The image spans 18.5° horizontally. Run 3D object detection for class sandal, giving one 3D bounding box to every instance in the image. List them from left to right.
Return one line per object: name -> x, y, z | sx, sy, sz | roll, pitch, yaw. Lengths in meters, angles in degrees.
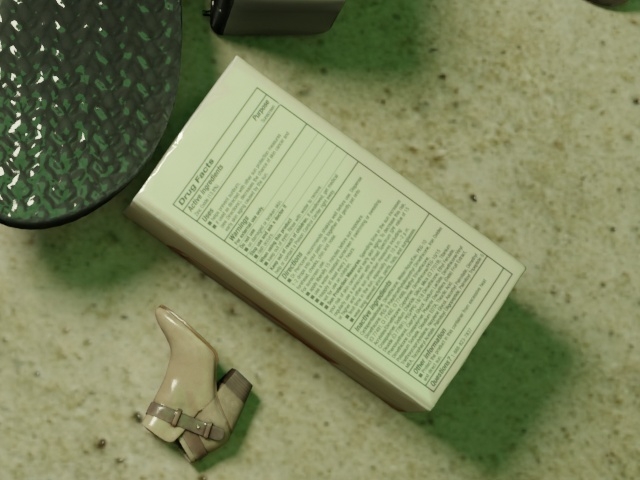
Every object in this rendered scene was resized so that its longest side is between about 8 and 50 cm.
sandal -> -0.191, -0.204, 1.638 | 0.168, 0.107, 0.445 | 13, 68, -8

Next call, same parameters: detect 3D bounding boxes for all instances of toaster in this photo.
toaster -> -0.037, -0.268, 1.623 | 0.110, 0.185, 0.168 | 1, 83, -7

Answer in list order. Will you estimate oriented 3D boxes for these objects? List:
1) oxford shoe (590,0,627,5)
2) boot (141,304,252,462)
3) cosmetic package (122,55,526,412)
oxford shoe -> 0.210, -0.299, 1.739 | 0.212, 0.076, 0.076 | 47, 37, -13
boot -> -0.117, 0.123, 1.634 | 0.118, 0.042, 0.087 | 43, 80, -4
cosmetic package -> 0.000, 0.000, 1.627 | 0.296, 0.129, 0.153 | 37, 79, -6
